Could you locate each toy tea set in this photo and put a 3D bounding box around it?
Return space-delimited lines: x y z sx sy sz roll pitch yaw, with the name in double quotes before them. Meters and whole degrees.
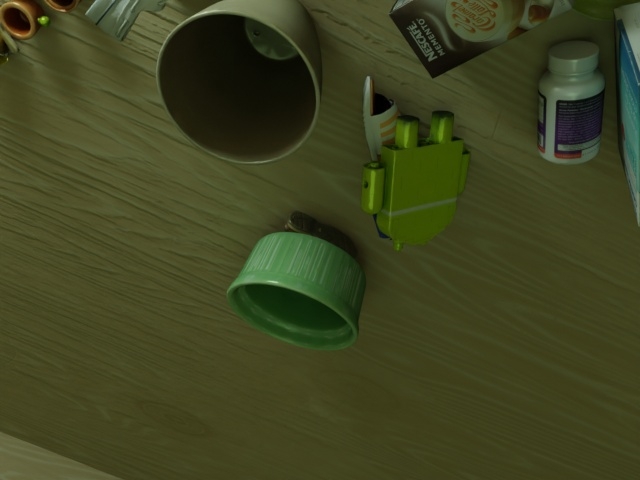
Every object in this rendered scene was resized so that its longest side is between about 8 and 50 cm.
"toy tea set" -0.597 -0.443 1.184 0.336 0.124 0.200 -18 123 26

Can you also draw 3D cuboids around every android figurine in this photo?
"android figurine" 0.186 -0.106 1.224 0.248 0.056 0.272 -15 121 -28

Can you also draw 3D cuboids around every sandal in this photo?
"sandal" 0.130 -0.198 1.237 0.076 0.102 0.265 -4 133 11

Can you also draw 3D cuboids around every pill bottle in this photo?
"pill bottle" 0.433 -0.239 1.117 0.108 0.108 0.193 -2 129 15

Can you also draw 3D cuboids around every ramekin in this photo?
"ramekin" -0.043 0.113 1.451 0.303 0.148 0.303 15 150 9

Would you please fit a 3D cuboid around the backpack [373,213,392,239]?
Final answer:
"backpack" 0.171 -0.056 1.340 0.120 0.101 0.098 -10 132 14

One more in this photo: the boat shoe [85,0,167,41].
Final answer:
"boat shoe" -0.283 -0.418 1.055 0.258 0.095 0.084 -21 127 42

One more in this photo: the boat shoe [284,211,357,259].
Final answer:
"boat shoe" 0.000 0.000 1.455 0.178 0.064 0.060 29 135 -3

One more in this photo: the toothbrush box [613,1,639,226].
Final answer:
"toothbrush box" 0.551 -0.202 1.024 0.126 0.216 0.295 -9 136 20

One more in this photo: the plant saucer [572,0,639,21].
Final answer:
"plant saucer" 0.465 -0.456 0.974 0.241 0.037 0.241 8 131 9

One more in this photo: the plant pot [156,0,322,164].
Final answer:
"plant pot" -0.102 -0.308 1.078 0.257 0.274 0.256 7 131 8

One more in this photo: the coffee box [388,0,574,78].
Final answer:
"coffee box" 0.254 -0.382 1.022 0.247 0.098 0.141 -21 121 39
